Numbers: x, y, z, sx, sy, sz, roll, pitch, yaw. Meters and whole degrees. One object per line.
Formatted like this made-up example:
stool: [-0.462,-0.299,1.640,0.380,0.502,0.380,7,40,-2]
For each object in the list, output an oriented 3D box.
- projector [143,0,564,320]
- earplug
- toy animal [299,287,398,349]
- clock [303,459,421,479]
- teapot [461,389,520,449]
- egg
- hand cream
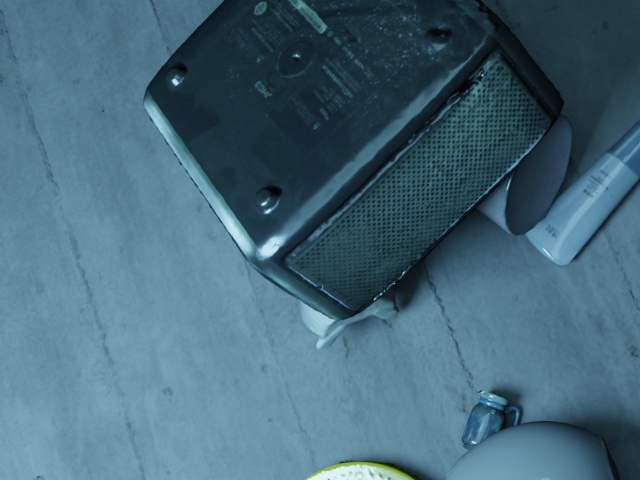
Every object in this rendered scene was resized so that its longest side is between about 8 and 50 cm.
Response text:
projector: [0.029,-0.177,1.426,0.405,0.242,0.395,-44,49,8]
earplug: [0.175,-0.141,1.556,0.301,0.172,0.172,26,86,30]
toy animal: [0.006,0.013,1.592,0.140,0.138,0.282,-26,50,0]
clock: [0.055,0.442,1.506,0.277,0.071,0.293,-33,72,6]
teapot: [0.231,0.249,1.513,0.063,0.049,0.083,19,83,18]
egg: [0.264,0.322,1.424,0.232,0.176,0.176,-18,74,20]
hand cream: [0.391,-0.077,1.544,0.255,0.048,0.079,-48,63,6]
